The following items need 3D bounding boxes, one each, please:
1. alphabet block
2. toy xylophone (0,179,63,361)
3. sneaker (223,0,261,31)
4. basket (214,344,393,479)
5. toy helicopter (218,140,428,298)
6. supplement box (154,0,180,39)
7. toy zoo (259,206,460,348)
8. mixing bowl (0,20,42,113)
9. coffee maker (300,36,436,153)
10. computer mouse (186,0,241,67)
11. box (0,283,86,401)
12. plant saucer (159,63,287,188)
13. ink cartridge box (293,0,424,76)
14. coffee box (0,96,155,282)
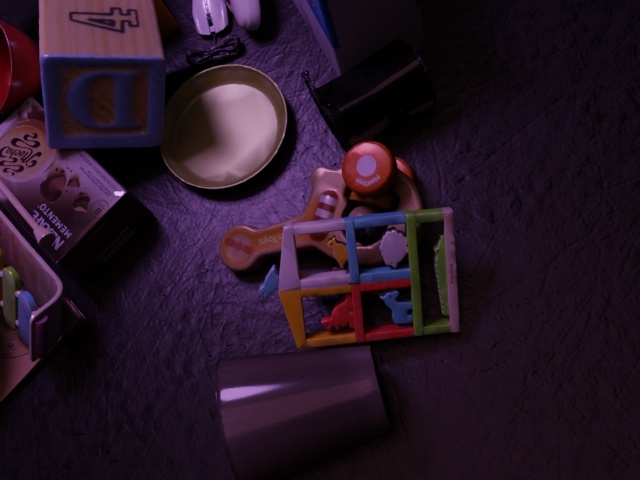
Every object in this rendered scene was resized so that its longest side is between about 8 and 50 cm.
[{"bbox_3d":[-0.372,-0.290,1.244,0.193,0.192,0.197,-2,47,-19],"label":"alphabet block"},{"bbox_3d":[-0.525,0.032,1.212,0.322,0.236,0.081,35,43,28],"label":"toy xylophone"},{"bbox_3d":[-0.202,-0.507,1.338,0.123,0.106,0.290,-20,85,-16],"label":"sneaker"},{"bbox_3d":[-0.019,0.244,1.067,0.226,0.154,0.205,-15,71,5],"label":"basket"},{"bbox_3d":[0.000,0.000,1.170,0.354,0.140,0.235,-14,79,20],"label":"toy helicopter"},{"bbox_3d":[-0.410,-0.457,1.392,0.191,0.129,0.194,-30,68,3],"label":"supplement box"},{"bbox_3d":[0.055,0.059,1.087,0.293,0.030,0.193,-6,105,1],"label":"toy zoo"},{"bbox_3d":[-0.567,-0.311,1.325,0.181,0.098,0.182,5,98,36],"label":"mixing bowl"},{"bbox_3d":[0.085,-0.240,1.180,0.178,0.171,0.120,-33,69,1],"label":"coffee maker"},{"bbox_3d":[-0.210,-0.424,1.380,0.105,0.042,0.193,-13,70,10],"label":"computer mouse"},{"bbox_3d":[-0.530,0.154,1.285,0.201,0.021,0.164,-45,68,-4],"label":"box"},{"bbox_3d":[-0.170,-0.198,1.301,0.240,0.037,0.241,-4,73,12],"label":"plant saucer"},{"bbox_3d":[0.004,-0.499,1.220,0.166,0.285,0.395,-29,68,1],"label":"ink cartridge box"},{"bbox_3d":[-0.460,-0.090,1.292,0.168,0.119,0.297,-46,68,-5],"label":"coffee box"}]
